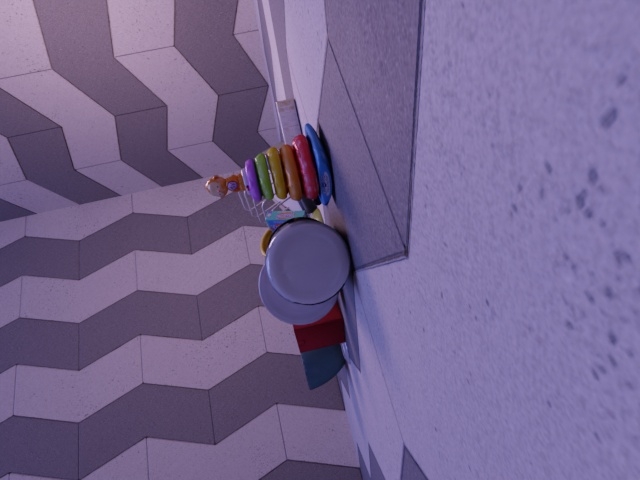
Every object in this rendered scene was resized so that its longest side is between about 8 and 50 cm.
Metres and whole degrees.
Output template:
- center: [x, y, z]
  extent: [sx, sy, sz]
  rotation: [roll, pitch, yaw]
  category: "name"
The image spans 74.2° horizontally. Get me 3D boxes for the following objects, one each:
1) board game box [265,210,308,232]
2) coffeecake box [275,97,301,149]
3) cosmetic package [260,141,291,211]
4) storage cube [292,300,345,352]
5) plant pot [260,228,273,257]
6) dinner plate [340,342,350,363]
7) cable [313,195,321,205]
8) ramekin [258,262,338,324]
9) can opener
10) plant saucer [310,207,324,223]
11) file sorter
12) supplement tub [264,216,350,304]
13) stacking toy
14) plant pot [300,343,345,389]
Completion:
- center: [-0.106, -0.038, 1.688]
  extent: [0.210, 0.160, 0.047]
  rotation: [62, -145, -50]
  category: "board game box"
- center: [-0.112, -0.411, 1.555]
  extent: [0.142, 0.068, 0.185]
  rotation: [-127, 24, -79]
  category: "coffeecake box"
- center: [-0.169, -0.289, 1.981]
  extent: [0.153, 0.129, 0.296]
  rotation: [43, 158, 31]
  category: "cosmetic package"
- center: [-0.017, 0.310, 1.694]
  extent: [0.214, 0.194, 0.183]
  rotation: [83, 173, -47]
  category: "storage cube"
- center: [-0.110, 0.055, 1.928]
  extent: [0.239, 0.254, 0.253]
  rotation: [60, -171, -45]
  category: "plant pot"
- center: [0.100, 0.454, 1.788]
  extent: [0.141, 0.017, 0.141]
  rotation: [168, 90, -84]
  category: "dinner plate"
- center: [-0.028, -0.196, 1.279]
  extent: [0.150, 0.047, 0.184]
  rotation: [-119, 16, -75]
  category: "cable"
- center: [-0.065, 0.140, 1.443]
  extent: [0.127, 0.273, 0.272]
  rotation: [-45, -57, -80]
  category: "ramekin"
- center: [-0.113, -0.219, 1.595]
  extent: [0.280, 0.093, 0.074]
  rotation: [57, 167, -15]
  category: "can opener"
- center: [0.000, 0.000, 1.574]
  extent: [0.241, 0.037, 0.240]
  rotation: [167, 90, -86]
  category: "plant saucer"
- center: [-0.208, -0.169, 1.828]
  extent: [0.278, 0.173, 0.192]
  rotation: [37, 154, 35]
  category: "file sorter"
- center: [-0.044, 0.041, 1.143]
  extent: [0.338, 0.208, 0.206]
  rotation: [-140, 37, -82]
  category: "supplement tub"
- center: [-0.132, -0.158, 1.040]
  extent: [0.175, 0.302, 0.165]
  rotation: [83, 173, -45]
  category: "stacking toy"
- center: [0.009, 0.535, 2.000]
  extent: [0.290, 0.196, 0.289]
  rotation: [167, 90, -86]
  category: "plant pot"
